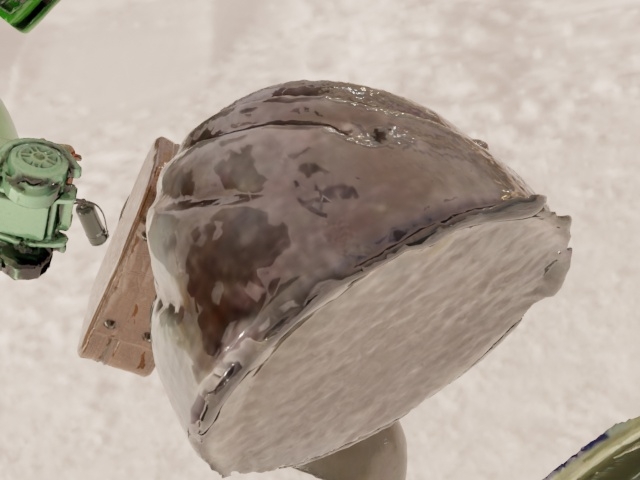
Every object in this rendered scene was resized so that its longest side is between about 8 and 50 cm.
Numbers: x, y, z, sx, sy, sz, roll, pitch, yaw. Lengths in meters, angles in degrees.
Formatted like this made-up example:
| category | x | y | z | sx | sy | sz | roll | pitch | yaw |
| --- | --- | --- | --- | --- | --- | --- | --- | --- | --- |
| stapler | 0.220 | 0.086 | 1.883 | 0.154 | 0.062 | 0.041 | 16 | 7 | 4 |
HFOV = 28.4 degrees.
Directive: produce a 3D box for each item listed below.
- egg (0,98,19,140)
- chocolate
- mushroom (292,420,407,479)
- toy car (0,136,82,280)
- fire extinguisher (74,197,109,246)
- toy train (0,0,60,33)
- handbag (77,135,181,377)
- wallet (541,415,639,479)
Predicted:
| category | x | y | z | sx | sy | sz | roll | pitch | yaw |
| --- | --- | --- | --- | --- | --- | --- | --- | --- | --- |
| egg | -0.355 | -0.061 | 0.967 | 0.220 | 0.220 | 0.270 | 3 | -14 | 36 |
| chocolate | 0.000 | 0.000 | 0.890 | 0.303 | 0.303 | 0.213 | -25 | 64 | -19 |
| mushroom | 0.012 | 0.190 | 1.292 | 0.188 | 0.117 | 0.141 | 25 | 14 | 27 |
| toy car | -0.188 | -0.028 | 0.603 | 0.143 | 0.073 | 0.054 | 11 | 44 | -9 |
| fire extinguisher | -0.285 | -0.027 | 1.579 | 0.038 | 0.083 | 0.025 | -3 | 52 | 8 |
| toy train | -0.302 | -0.312 | 1.128 | 0.132 | 0.243 | 0.188 | -40 | 27 | 20 |
| handbag | -0.147 | 0.008 | 1.113 | 0.072 | 0.193 | 0.151 | 19 | 25 | -12 |
| wallet | 0.223 | 0.126 | 0.554 | 0.310 | 0.223 | 0.077 | 1 | 60 | -22 |
